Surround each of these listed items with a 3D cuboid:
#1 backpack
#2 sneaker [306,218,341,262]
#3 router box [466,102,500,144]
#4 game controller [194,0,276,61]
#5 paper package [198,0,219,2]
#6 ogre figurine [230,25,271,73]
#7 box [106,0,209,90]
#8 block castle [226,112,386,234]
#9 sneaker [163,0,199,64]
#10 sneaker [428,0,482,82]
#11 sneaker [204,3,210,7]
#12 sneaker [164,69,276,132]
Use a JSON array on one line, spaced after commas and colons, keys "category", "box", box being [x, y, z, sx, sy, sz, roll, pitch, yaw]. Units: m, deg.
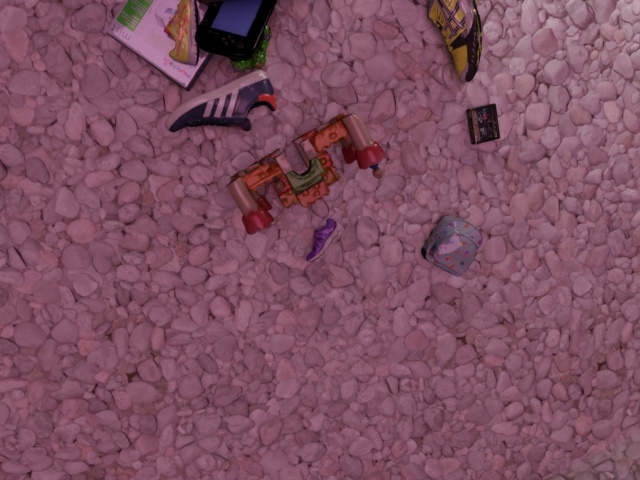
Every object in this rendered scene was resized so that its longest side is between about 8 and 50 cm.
[{"category": "backpack", "box": [0.461, 0.013, 1.719, 0.166, 0.144, 0.188, 29, 93, -7]}, {"category": "sneaker", "box": [0.000, 0.000, 1.698, 0.071, 0.068, 0.170, 35, 86, 2]}, {"category": "router box", "box": [0.553, -0.395, 1.697, 0.092, 0.038, 0.122, -14, 103, -6]}, {"category": "game controller", "box": [-0.229, -0.629, 1.393, 0.166, 0.067, 0.319, 19, 62, -7]}, {"category": "paper package", "box": [-0.192, -0.808, 1.294, 0.325, 0.168, 0.309, -13, 103, -10]}, {"category": "ogre figurine", "box": [-0.218, -0.577, 1.502, 0.097, 0.197, 0.118, 5, 121, 15]}, {"category": "box", "box": [-0.440, -0.614, 1.465, 0.262, 0.127, 0.231, 35, 93, -15]}, {"category": "block castle", "box": [-0.046, -0.194, 1.518, 0.453, 0.303, 0.213, -30, 105, 0]}, {"category": "sneaker", "box": [-0.384, -0.595, 1.372, 0.094, 0.081, 0.208, 1, 101, -8]}, {"category": "sneaker", "box": [0.427, -0.697, 1.587, 0.147, 0.145, 0.385, -4, 107, 24]}, {"category": "sneaker", "box": [-0.310, -0.781, 1.465, 0.126, 0.091, 0.240, -47, 131, -25]}, {"category": "sneaker", "box": [-0.295, -0.385, 1.529, 0.350, 0.131, 0.148, -26, 101, -2]}]
